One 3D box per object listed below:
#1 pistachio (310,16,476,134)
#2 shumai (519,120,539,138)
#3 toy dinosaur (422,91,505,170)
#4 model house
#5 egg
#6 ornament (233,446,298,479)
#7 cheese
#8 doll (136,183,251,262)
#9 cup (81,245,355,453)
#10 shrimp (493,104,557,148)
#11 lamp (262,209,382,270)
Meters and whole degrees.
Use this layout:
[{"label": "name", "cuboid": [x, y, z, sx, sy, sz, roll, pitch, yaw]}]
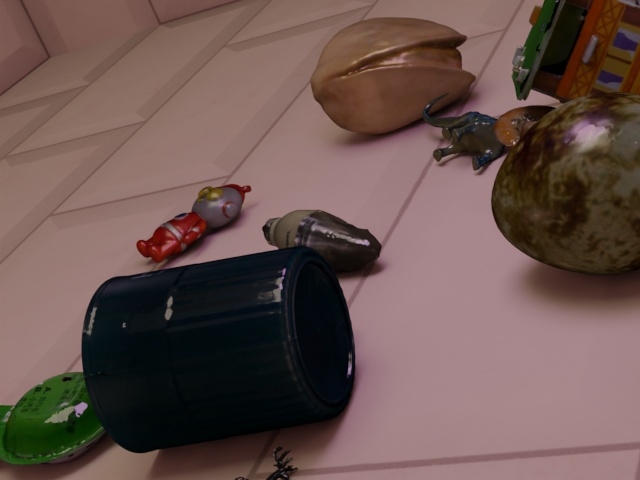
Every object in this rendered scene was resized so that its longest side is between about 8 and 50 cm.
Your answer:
[{"label": "pistachio", "cuboid": [0.139, -0.330, 2.408, 0.321, 0.229, 0.238, -10, -2, 4]}, {"label": "shumai", "cuboid": [0.356, -0.113, 1.877, 0.145, 0.145, 0.116, 19, 84, 58]}, {"label": "toy dinosaur", "cuboid": [0.273, -0.187, 2.150, 0.147, 0.076, 0.363, -27, 27, -30]}, {"label": "model house", "cuboid": [0.511, -0.365, 1.991, 0.313, 0.357, 0.242, 18, 18, -2]}, {"label": "egg", "cuboid": [0.361, -0.071, 1.605, 0.289, 0.238, 0.238, -14, 23, 41]}, {"label": "ornament", "cuboid": [-0.080, 0.296, 1.489, 0.073, 0.028, 0.125, -1, 34, 41]}, {"label": "cheese", "cuboid": [-0.422, 0.267, 1.802, 0.320, 0.083, 0.204, -11, 28, 21]}, {"label": "doll", "cuboid": [-0.230, -0.040, 2.299, 0.245, 0.076, 0.142, -37, 27, -19]}, {"label": "cup", "cuboid": [-0.112, 0.154, 1.627, 0.292, 0.308, 0.242, -12, 58, 23]}, {"label": "shrimp", "cuboid": [0.362, -0.169, 2.007, 0.132, 0.051, 0.187, -30, 37, -17]}, {"label": "lamp", "cuboid": [0.000, 0.000, 1.965, 0.101, 0.101, 0.250, -38, 31, -31]}]
